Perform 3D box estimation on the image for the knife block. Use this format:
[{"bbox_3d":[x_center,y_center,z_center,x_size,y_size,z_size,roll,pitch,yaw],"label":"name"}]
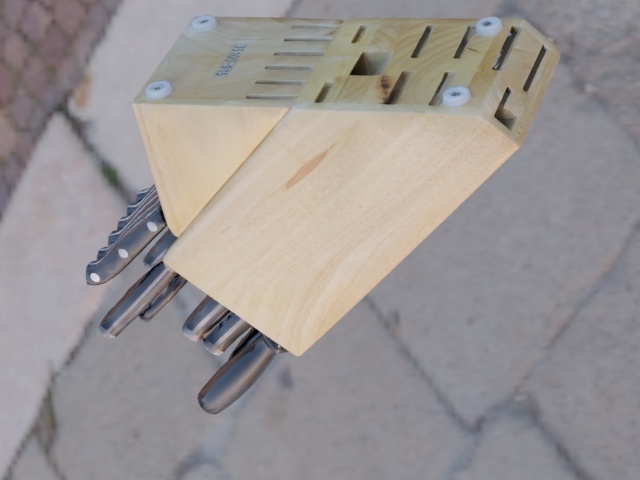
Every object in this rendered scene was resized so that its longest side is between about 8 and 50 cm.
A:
[{"bbox_3d":[0.000,0.000,0.977,0.276,0.088,0.242,3,130,23],"label":"knife block"}]
